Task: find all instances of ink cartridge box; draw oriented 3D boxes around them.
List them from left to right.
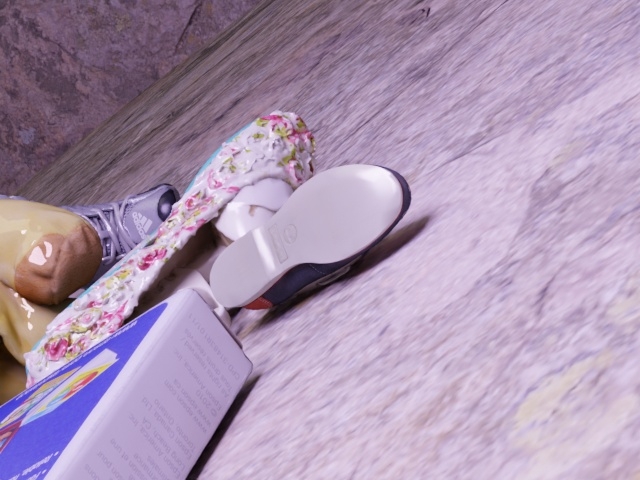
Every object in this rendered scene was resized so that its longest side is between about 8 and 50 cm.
[{"bbox_3d":[-0.199,0.181,0.743,0.304,0.072,0.307,-31,16,33],"label":"ink cartridge box"}]

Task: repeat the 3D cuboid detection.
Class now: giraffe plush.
[{"bbox_3d":[-0.235,0.054,0.943,0.181,0.210,0.170,-29,11,35],"label":"giraffe plush"}]

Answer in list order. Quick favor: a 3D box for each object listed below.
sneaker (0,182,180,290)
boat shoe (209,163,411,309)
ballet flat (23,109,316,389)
[{"bbox_3d":[-0.172,-0.008,1.185,0.132,0.086,0.229,-19,-7,32],"label":"sneaker"},{"bbox_3d":[0.000,0.000,0.847,0.043,0.049,0.137,7,-31,-46],"label":"boat shoe"},{"bbox_3d":[-0.066,0.024,0.927,0.077,0.091,0.241,22,63,43],"label":"ballet flat"}]
